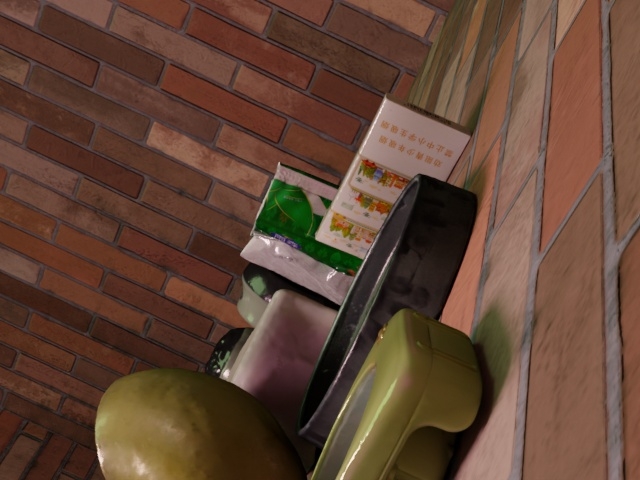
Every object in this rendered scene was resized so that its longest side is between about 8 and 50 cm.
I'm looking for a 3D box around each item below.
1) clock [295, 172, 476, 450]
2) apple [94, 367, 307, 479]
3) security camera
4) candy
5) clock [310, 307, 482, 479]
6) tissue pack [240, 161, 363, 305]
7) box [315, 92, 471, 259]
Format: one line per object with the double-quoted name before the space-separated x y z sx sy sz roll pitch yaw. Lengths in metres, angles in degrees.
"clock" 0.065 0.079 1.217 0.319 0.066 0.319 -155 90 -87
"apple" -0.130 0.295 1.244 0.258 0.233 0.295 6 -81 -72
"security camera" -0.082 0.179 1.919 0.197 0.191 0.277 -79 14 -76
"candy" -0.062 0.219 1.584 0.208 0.145 0.358 -65 3 -22
"clock" 0.037 0.169 0.819 0.170 0.069 0.232 -78 12 -78
"tissue pack" 0.001 0.001 1.719 0.148 0.209 0.156 125 168 -74
"box" 0.092 -0.071 1.490 0.032 0.122 0.220 -84 18 -62
